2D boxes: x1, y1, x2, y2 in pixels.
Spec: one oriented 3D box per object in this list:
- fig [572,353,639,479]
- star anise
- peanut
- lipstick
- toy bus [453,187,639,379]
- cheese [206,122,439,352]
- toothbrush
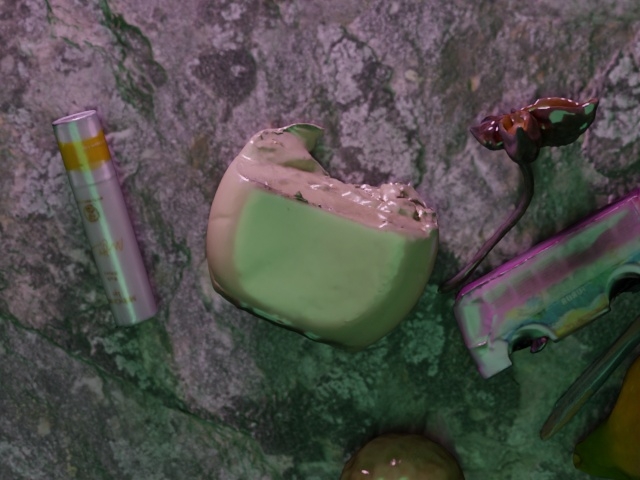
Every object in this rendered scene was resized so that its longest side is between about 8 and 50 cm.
[{"bbox_3d":[0.408,0.221,1.491,0.206,0.206,0.275,47,129,-6],"label":"fig"},{"bbox_3d":[0.216,-0.043,1.462,0.218,0.148,0.228,-5,113,19],"label":"star anise"},{"bbox_3d":[0.100,0.307,1.590,0.159,0.109,0.141,-11,115,0],"label":"peanut"},{"bbox_3d":[-0.260,-0.024,1.575,0.059,0.059,0.264,-12,105,12],"label":"lipstick"},{"bbox_3d":[0.283,0.051,1.493,0.274,0.090,0.112,-32,93,17],"label":"toy bus"},{"bbox_3d":[0.000,0.000,1.506,0.266,0.127,0.233,21,106,0],"label":"cheese"},{"bbox_3d":[0.377,0.102,1.523,0.037,0.028,0.375,31,110,-21],"label":"toothbrush"}]
